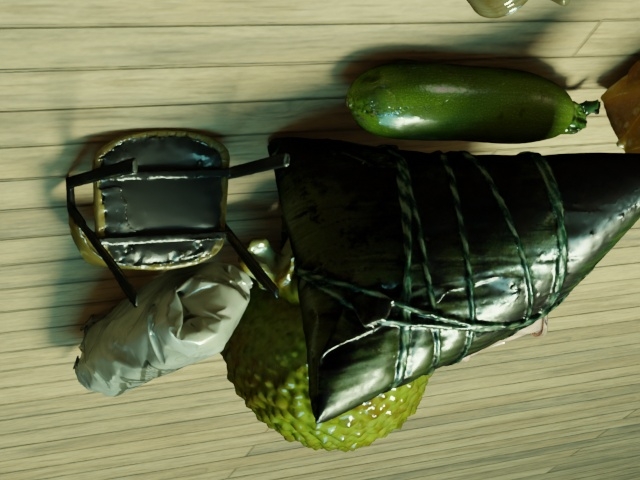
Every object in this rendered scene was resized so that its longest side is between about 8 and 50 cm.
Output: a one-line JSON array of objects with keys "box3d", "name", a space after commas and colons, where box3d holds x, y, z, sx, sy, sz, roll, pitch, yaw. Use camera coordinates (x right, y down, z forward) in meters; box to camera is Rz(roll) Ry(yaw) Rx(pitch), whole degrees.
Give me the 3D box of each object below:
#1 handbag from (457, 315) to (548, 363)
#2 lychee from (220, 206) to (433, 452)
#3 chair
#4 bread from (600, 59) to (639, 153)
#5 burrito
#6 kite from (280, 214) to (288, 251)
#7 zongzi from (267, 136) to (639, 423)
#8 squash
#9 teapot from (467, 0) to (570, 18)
[{"box3d": [0.206, 0.048, 1.625, 0.116, 0.205, 0.179, -14, -169, -2], "name": "handbag"}, {"box3d": [0.010, 0.119, 1.536, 0.270, 0.270, 0.320, -20, 160, 6], "name": "lychee"}, {"box3d": [-0.159, -0.025, 1.287, 0.159, 0.172, 0.247, -4, -164, -28], "name": "chair"}, {"box3d": [0.494, -0.105, 1.379, 0.279, 0.279, 0.207, -31, 152, 30], "name": "bread"}, {"box3d": [-0.208, 0.113, 1.524, 0.101, 0.139, 0.445, 38, 153, -14], "name": "burrito"}, {"box3d": [0.000, 0.000, 1.604, 0.152, 0.015, 0.285, -16, 158, -8], "name": "kite"}, {"box3d": [0.168, -0.006, 1.299, 0.383, 0.319, 0.362, 1, 154, -32], "name": "zongzi"}, {"box3d": [0.173, -0.141, 1.333, 0.331, 0.087, 0.087, 0, 150, -33], "name": "squash"}, {"box3d": [0.173, -0.238, 1.116, 0.085, 0.110, 0.080, -59, 139, -11], "name": "teapot"}]
